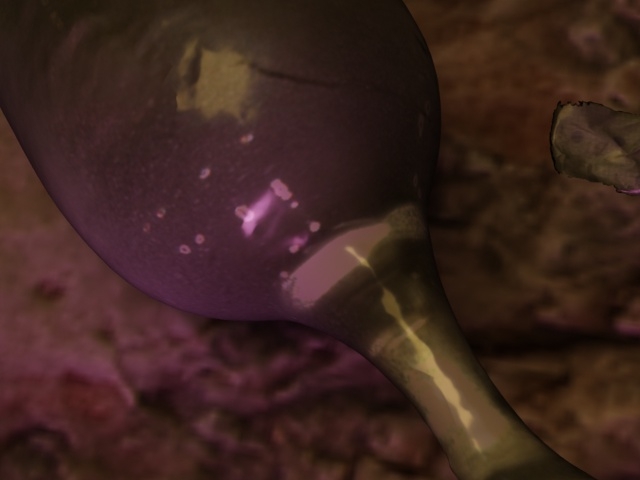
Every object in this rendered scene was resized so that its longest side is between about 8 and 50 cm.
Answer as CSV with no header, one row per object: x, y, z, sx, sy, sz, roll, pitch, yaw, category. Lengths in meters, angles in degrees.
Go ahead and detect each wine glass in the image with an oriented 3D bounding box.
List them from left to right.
0.000,0.000,0.444,0.143,0.143,0.321,-36,68,-4,wine glass

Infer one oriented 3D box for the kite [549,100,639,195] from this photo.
0.221,-0.011,0.421,0.314,0.011,0.335,2,74,-9,kite
